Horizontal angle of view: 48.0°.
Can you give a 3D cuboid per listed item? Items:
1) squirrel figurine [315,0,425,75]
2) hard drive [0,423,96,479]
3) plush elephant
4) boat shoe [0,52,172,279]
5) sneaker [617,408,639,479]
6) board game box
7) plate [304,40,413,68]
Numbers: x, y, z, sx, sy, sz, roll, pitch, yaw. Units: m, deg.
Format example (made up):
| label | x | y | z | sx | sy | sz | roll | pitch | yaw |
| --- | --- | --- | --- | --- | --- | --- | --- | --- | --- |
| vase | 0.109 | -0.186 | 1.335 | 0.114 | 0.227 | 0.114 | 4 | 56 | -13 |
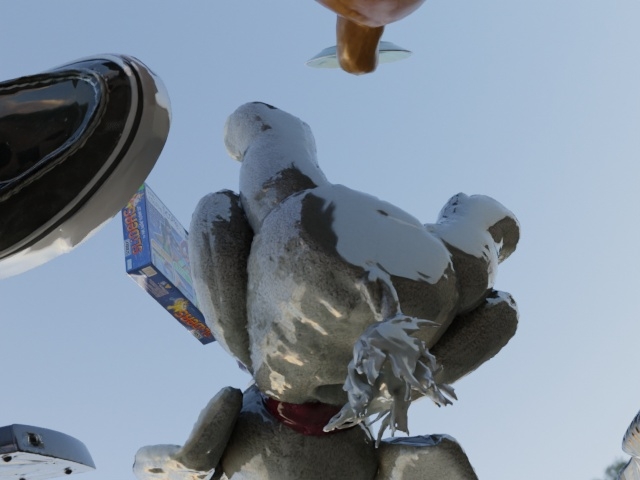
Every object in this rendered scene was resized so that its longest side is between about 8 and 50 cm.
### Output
| label | x | y | z | sx | sy | sz | roll | pitch | yaw |
| --- | --- | --- | --- | --- | --- | --- | --- | --- | --- |
| squirrel figurine | 0.014 | -0.301 | 0.465 | 0.397 | 0.370 | 0.281 | -8 | -30 | -47 |
| hard drive | -0.480 | 0.339 | 1.128 | 0.254 | 0.172 | 0.054 | 68 | -169 | -65 |
| plush elephant | 0.004 | 0.094 | 0.560 | 0.272 | 0.330 | 0.255 | 20 | -60 | -9 |
| boat shoe | -0.237 | -0.031 | 0.416 | 0.307 | 0.113 | 0.105 | -22 | -21 | 8 |
| sneaker | 0.263 | 0.148 | 0.500 | 0.080 | 0.081 | 0.211 | -46 | -39 | -16 |
| board game box | -0.188 | 0.032 | 0.927 | 0.035 | 0.136 | 0.201 | -22 | -38 | 7 |
| plate | 0.065 | -0.321 | 1.238 | 0.188 | 0.188 | 0.024 | -10 | -82 | -41 |
